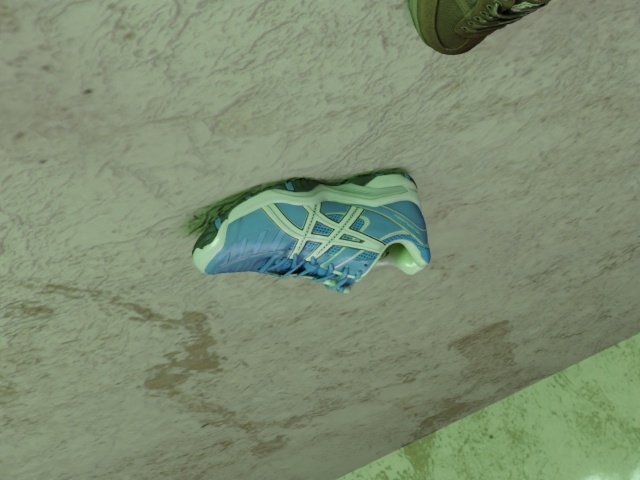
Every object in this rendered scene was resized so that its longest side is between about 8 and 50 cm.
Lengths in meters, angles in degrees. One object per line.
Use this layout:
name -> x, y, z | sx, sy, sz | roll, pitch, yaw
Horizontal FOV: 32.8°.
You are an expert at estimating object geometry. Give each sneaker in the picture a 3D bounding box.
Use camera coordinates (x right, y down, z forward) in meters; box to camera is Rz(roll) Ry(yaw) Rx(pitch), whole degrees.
sneaker -> 0.000, 0.000, 0.878 | 0.211, 0.081, 0.080 | -12, 158, -24
sneaker -> 0.101, -0.153, 0.630 | 0.066, 0.071, 0.188 | -18, 158, -15
